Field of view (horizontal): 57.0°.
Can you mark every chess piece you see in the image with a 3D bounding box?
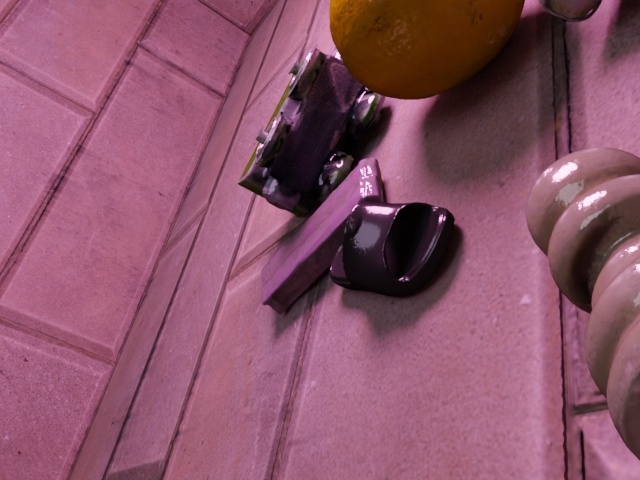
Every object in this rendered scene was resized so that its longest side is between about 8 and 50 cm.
[{"bbox_3d":[0.209,0.016,0.380,0.133,0.133,0.243,-51,17,24],"label":"chess piece"}]

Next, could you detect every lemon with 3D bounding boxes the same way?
[{"bbox_3d":[0.132,-0.303,0.765,0.263,0.235,0.236,-55,21,42],"label":"lemon"}]

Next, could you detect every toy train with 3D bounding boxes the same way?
[{"bbox_3d":[-0.019,-0.192,1.057,0.307,0.173,0.249,-64,13,-6],"label":"toy train"}]

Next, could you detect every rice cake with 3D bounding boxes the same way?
[{"bbox_3d":[-0.001,0.002,0.927,0.298,0.050,0.106,-46,26,33],"label":"rice cake"}]

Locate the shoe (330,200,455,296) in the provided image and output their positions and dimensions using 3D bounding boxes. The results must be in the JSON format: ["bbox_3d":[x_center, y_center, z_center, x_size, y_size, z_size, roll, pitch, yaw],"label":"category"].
[{"bbox_3d":[0.059,0.007,0.737,0.241,0.093,0.108,-15,49,63],"label":"shoe"}]

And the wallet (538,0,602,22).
[{"bbox_3d":[0.312,-0.360,0.497,0.223,0.077,0.309,-58,-2,-20],"label":"wallet"}]
